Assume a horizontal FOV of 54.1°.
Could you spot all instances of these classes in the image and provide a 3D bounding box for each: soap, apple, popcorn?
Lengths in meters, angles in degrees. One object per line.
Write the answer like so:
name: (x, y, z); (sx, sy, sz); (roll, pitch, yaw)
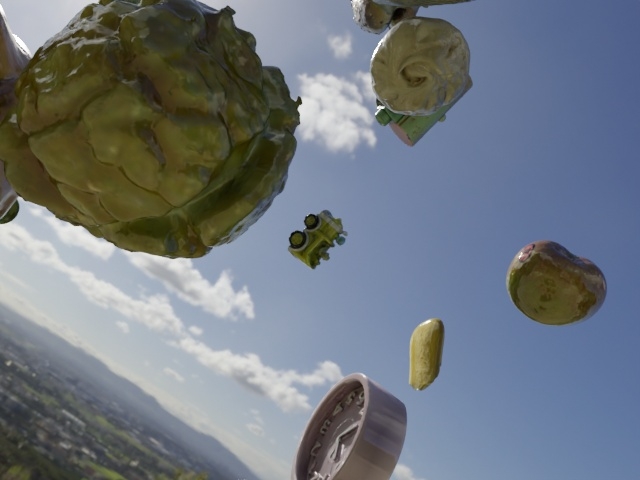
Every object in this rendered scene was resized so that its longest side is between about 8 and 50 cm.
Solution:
soap: (0.203, 0.225, 1.219); (0.033, 0.168, 0.089); (32, -41, -20)
apple: (0.601, 0.113, 1.612); (0.261, 0.194, 0.261); (20, 22, -8)
popcorn: (-0.160, -0.121, 0.639); (0.282, 0.282, 0.247); (42, -45, -22)

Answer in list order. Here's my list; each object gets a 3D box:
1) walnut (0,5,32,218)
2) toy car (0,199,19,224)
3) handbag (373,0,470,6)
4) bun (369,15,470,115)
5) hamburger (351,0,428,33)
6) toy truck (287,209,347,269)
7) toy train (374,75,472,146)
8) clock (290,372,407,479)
walnut: (-0.519, -0.160, 0.732); (0.384, 0.383, 0.383); (29, -21, 12)
toy car: (-0.633, -0.160, 1.154); (0.145, 0.235, 0.235); (20, -24, 47)
handbag: (0.238, -0.585, 1.214); (0.341, 0.240, 0.247); (-3, -69, 3)
bun: (0.176, -0.292, 1.090); (0.183, 0.102, 0.183); (3, -52, 4)
hamburger: (0.188, -0.705, 1.695); (0.195, 0.318, 0.277); (1, -4, -10)
toy truck: (0.000, 0.000, 1.161); (0.077, 0.111, 0.076); (42, 0, 29)
toy train: (0.277, -0.385, 1.671); (0.177, 0.285, 0.116); (46, -6, -21)
clock: (0.038, 0.293, 0.901); (0.068, 0.197, 0.197); (33, -19, -13)
